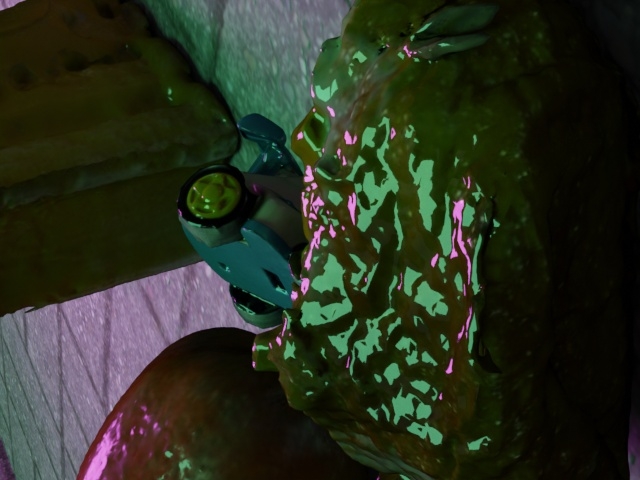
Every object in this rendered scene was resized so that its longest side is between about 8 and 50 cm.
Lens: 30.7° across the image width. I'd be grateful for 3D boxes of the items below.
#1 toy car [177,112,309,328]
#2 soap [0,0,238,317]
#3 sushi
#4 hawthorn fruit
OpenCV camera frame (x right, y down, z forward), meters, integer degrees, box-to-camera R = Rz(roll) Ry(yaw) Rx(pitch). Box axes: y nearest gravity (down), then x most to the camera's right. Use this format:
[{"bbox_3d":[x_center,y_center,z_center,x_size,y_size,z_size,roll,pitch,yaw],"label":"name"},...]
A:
[{"bbox_3d":[0.000,0.000,0.702,0.161,0.098,0.126,20,157,29],"label":"toy car"},{"bbox_3d":[-0.276,-0.081,0.928,0.304,0.338,0.169,48,144,44],"label":"soap"},{"bbox_3d":[0.051,0.009,0.497,0.179,0.167,0.297,14,127,38],"label":"sushi"},{"bbox_3d":[-0.089,0.185,0.803,0.199,0.251,0.199,43,169,10],"label":"hawthorn fruit"}]
